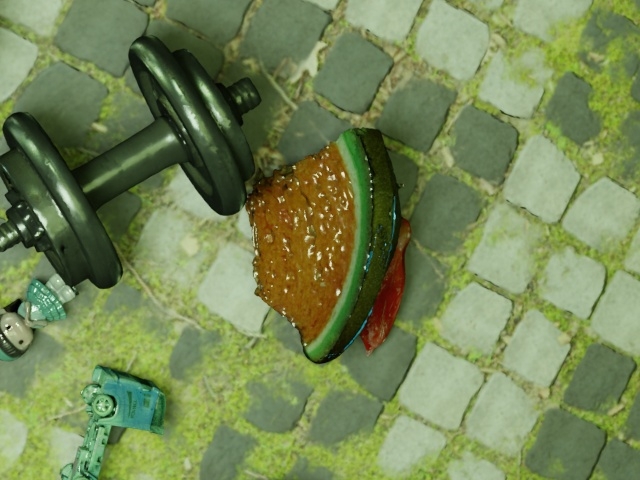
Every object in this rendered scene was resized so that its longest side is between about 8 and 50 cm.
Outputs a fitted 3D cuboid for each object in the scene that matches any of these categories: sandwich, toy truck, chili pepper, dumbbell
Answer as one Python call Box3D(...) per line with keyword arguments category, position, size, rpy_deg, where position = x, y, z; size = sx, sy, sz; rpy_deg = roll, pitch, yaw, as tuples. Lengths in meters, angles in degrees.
Box3D(category="sandwich", position=(0.010, 0.006, 1.689), size=(0.079, 0.159, 0.235), rpy_deg=(-9, 96, -58))
Box3D(category="toy truck", position=(-0.210, 0.217, 1.670), size=(0.081, 0.067, 0.175), rpy_deg=(14, 92, -19))
Box3D(category="chili pepper", position=(0.064, 0.029, 1.740), size=(0.059, 0.050, 0.191), rpy_deg=(-10, 114, -53))
Box3D(category="dumbbell", position=(-0.185, -0.074, 1.584), size=(0.290, 0.192, 0.192), rpy_deg=(-31, 104, -11))

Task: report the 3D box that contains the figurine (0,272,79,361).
Box3D(category="figurine", position=(-0.290, 0.072, 1.641), size=(0.106, 0.047, 0.060), rpy_deg=(-41, 114, -11))
